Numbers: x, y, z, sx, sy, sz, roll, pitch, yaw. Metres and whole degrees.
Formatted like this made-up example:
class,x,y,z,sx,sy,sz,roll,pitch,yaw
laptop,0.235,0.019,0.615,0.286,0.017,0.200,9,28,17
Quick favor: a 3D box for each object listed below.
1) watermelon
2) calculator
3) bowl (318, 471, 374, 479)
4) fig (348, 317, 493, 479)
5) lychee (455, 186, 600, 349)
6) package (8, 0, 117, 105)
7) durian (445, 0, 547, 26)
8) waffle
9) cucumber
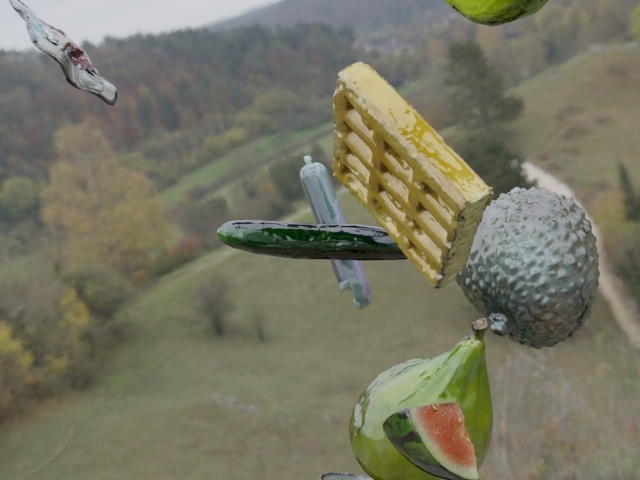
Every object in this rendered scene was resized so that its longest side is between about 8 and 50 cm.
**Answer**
class,x,y,z,sx,sy,sz,roll,pitch,yaw
watermelon,0.139,0.233,1.343,0.094,0.135,0.125,-45,47,-10
calculator,0.020,-0.012,1.638,0.045,0.246,0.141,-20,-6,0
bowl,0.137,0.518,1.844,0.337,0.157,0.337,17,-2,0
fig,0.154,0.262,1.709,0.233,0.314,0.233,-4,42,4
lychee,0.349,0.044,1.801,0.274,0.255,0.255,-50,24,-24
package,-0.376,-0.283,1.580,0.040,0.166,0.232,-46,38,7
durian,0.222,-0.353,1.420,0.101,0.139,0.250,-30,23,-27
waffle,0.099,-0.073,1.302,0.055,0.221,0.248,-35,-18,-15
cucumber,0.000,0.000,1.488,0.284,0.056,0.056,5,6,-12
